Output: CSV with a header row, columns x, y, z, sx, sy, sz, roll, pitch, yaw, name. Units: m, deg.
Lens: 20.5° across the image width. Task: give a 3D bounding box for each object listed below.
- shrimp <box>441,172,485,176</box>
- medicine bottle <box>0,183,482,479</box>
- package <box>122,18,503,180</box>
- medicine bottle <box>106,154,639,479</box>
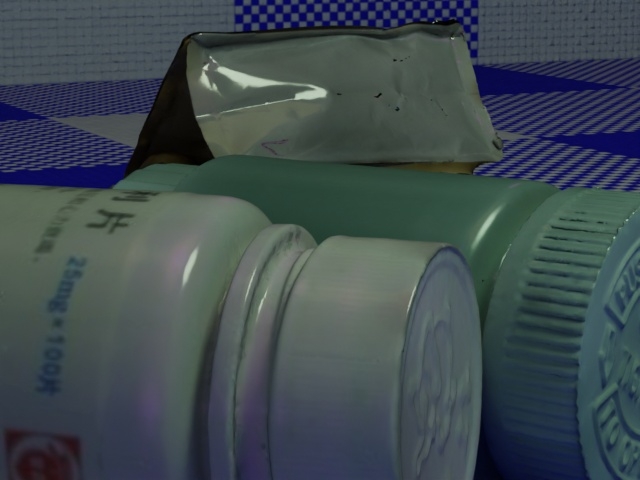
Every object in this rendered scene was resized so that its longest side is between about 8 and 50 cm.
x,y,z,sx,sy,sz,roll,pitch,yaw,name
0.000,0.000,1.312,0.221,0.110,0.446,-1,5,26,shrimp
-0.087,0.061,0.767,0.293,0.170,0.170,4,11,18,medicine bottle
0.004,-0.069,1.634,0.311,0.221,0.165,-5,51,-32,package
0.030,0.040,0.914,0.318,0.158,0.158,8,13,36,medicine bottle
